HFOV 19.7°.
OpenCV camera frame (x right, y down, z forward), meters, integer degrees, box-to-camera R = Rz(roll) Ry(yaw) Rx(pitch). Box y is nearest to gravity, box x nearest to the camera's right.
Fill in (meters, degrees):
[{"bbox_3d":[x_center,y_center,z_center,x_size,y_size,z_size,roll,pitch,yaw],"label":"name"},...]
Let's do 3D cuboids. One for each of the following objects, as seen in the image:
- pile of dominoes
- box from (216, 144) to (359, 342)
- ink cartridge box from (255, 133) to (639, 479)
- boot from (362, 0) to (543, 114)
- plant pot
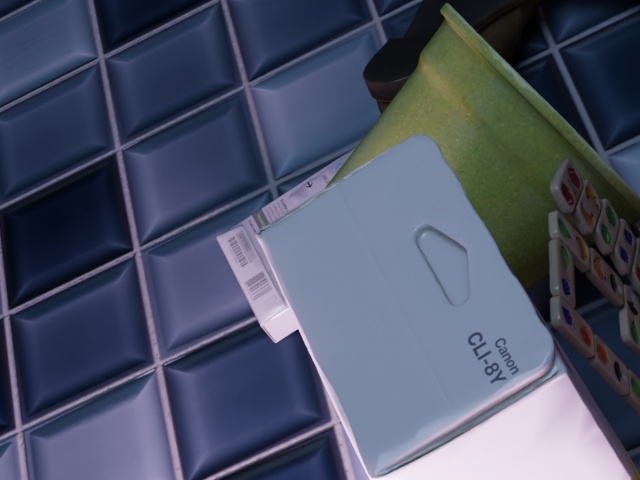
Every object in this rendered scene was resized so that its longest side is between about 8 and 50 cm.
[{"bbox_3d":[0.267,0.050,1.532,0.040,0.251,0.196,-22,45,28],"label":"pile of dominoes"},{"bbox_3d":[0.000,0.000,1.881,0.186,0.038,0.145,-34,46,3],"label":"box"},{"bbox_3d":[0.132,0.143,1.442,0.160,0.384,0.279,-32,45,4],"label":"ink cartridge box"},{"bbox_3d":[0.158,-0.198,1.919,0.112,0.115,0.305,5,39,42],"label":"boot"},{"bbox_3d":[0.124,-0.033,1.703,0.254,0.276,0.276,-44,45,7],"label":"plant pot"}]
